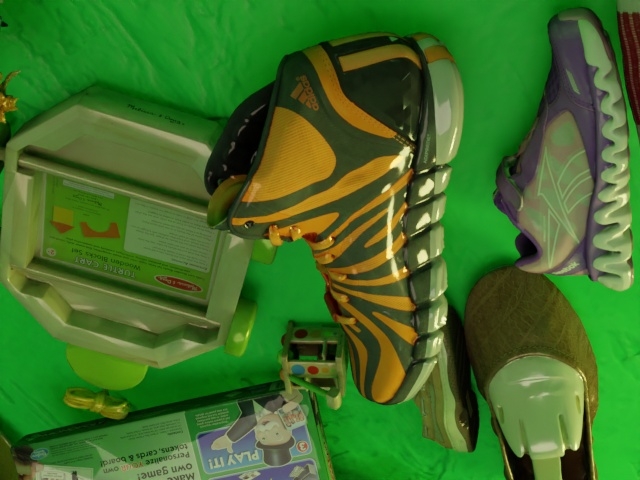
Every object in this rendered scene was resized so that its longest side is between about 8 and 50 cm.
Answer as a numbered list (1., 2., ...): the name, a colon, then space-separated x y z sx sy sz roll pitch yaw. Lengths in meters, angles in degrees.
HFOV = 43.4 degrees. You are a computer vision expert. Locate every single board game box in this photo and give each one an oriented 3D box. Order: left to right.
1. board game box: -0.140 0.277 0.838 0.317 0.046 0.214 -12 95 4

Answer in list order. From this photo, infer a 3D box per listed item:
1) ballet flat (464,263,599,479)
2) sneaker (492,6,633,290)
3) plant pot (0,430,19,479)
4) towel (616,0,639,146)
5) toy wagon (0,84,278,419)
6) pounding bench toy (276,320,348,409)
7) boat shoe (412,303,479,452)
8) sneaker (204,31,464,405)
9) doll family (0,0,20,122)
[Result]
1. ballet flat: 0.210 0.185 0.762 0.116 0.124 0.343 -8 124 13
2. sneaker: 0.182 -0.058 0.616 0.104 0.095 0.237 -2 126 19
3. plant pot: -0.531 0.335 0.921 0.293 0.275 0.275 -15 124 36
4. towel: 0.225 -0.166 0.420 0.037 0.237 0.329 -22 113 -11
5. toy wagon: -0.186 0.029 0.745 0.267 0.068 0.344 17 127 -3
6. pounding bench toy: -0.010 0.124 0.776 0.065 0.083 0.052 0 126 7
7. boat shoe: 0.108 0.139 0.785 0.072 0.068 0.190 1 127 22
8. sneaker: 0.000 0.000 0.629 0.180 0.124 0.321 -10 117 -19
9. doll family: -0.288 -0.137 0.586 0.263 0.163 0.118 -36 157 25
